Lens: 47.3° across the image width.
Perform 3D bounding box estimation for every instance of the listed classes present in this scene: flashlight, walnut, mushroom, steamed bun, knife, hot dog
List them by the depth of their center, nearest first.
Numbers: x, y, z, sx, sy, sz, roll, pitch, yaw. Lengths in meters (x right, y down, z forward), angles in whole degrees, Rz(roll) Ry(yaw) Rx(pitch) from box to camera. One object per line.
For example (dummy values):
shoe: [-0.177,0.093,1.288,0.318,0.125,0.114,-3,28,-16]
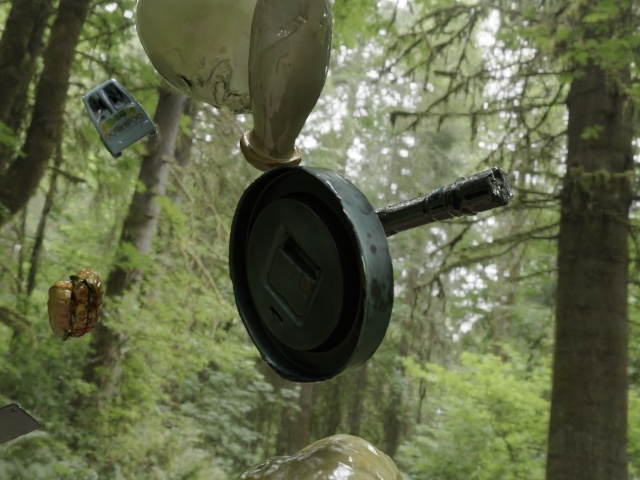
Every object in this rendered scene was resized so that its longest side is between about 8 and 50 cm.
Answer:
walnut: [0.008,0.421,1.049,0.277,0.253,0.282,-28,-17,31]
knife: [-0.532,0.296,1.111,0.245,0.019,0.072,-19,-55,20]
mushroom: [-0.054,-0.253,1.120,0.128,0.128,0.350,12,-50,-5]
hot dog: [-0.441,0.126,1.327,0.104,0.076,0.250,-31,-10,-31]
steamed bun: [-0.196,-0.373,1.385,0.312,0.233,0.334,24,3,25]
flashlight: [0.280,-0.086,1.827,0.103,0.103,0.424,24,-27,-37]

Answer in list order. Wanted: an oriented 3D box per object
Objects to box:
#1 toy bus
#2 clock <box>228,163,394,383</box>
toy bus: [-0.417,-0.254,1.493,0.136,0.109,0.330,59,-10,-18]
clock: [-0.024,0.047,1.082,0.067,0.325,0.325,-8,-2,-40]
